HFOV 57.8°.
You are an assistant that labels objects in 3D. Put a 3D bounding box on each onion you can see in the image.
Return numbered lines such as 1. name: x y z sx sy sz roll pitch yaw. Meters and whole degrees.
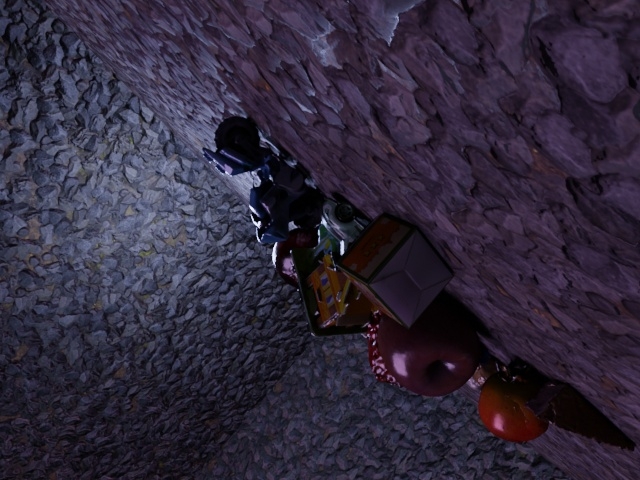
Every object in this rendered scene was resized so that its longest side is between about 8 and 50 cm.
1. onion: -0.039 0.090 2.207 0.314 0.232 0.314 12 145 9

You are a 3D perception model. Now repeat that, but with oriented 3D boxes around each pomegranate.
1. pomegranate: 0.556 0.460 1.658 0.210 0.210 0.235 28 132 60

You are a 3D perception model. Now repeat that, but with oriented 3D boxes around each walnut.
1. walnut: 0.563 0.442 1.914 0.124 0.105 0.105 28 178 -21

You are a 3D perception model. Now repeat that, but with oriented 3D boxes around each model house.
1. model house: 0.095 0.096 1.891 0.243 0.313 0.357 4 -122 -34

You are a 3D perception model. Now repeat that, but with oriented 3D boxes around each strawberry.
1. strawberry: 0.291 0.325 2.043 0.318 0.295 0.345 -21 94 43

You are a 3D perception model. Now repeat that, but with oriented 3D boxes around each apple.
1. apple: 0.312 0.303 1.698 0.306 0.306 0.235 45 -164 -29

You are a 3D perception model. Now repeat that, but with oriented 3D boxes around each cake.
1. cake: 0.690 0.466 1.524 0.295 0.112 0.116 29 176 -9

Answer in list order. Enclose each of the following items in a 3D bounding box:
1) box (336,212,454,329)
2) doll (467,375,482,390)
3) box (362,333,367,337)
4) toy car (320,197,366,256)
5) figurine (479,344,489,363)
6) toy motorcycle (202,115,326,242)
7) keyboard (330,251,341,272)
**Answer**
1. box: 0.177 0.070 1.383 0.195 0.177 0.148 46 172 -34
2. doll: 0.566 0.495 2.218 0.192 0.095 0.149 36 177 30
3. box: 0.308 0.430 2.733 0.373 0.090 0.367 39 -166 12
4. toy car: 0.108 0.011 1.613 0.306 0.125 0.136 40 173 2
5. figurine: 0.480 0.343 1.852 0.149 0.087 0.086 49 -153 -41
6. toy motorcycle: -0.170 -0.151 1.665 0.416 0.232 0.172 45 175 -24
7. keyboard: 0.136 0.071 1.700 0.231 0.023 0.072 9 -128 -31
